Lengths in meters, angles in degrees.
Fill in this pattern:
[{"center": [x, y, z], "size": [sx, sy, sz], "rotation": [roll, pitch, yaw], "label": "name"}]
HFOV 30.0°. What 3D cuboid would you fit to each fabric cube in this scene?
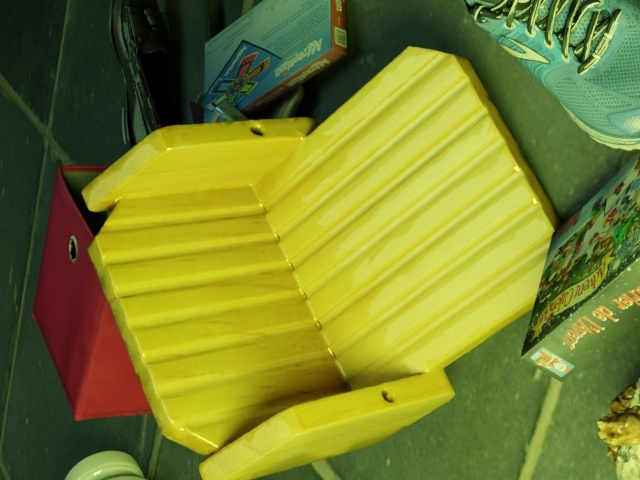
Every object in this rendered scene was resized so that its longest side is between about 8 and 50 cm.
[{"center": [-0.238, 0.067, 1.675], "size": [0.254, 0.259, 0.258], "rotation": [53, 134, 46], "label": "fabric cube"}]

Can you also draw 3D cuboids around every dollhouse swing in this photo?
[{"center": [0.000, 0.000, 1.164], "size": [0.305, 0.315, 0.347], "rotation": [-47, 61, 44], "label": "dollhouse swing"}]

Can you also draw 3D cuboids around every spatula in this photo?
[{"center": [-0.166, -0.256, 1.778], "size": [0.030, 0.084, 0.296], "rotation": [-1, 80, 18], "label": "spatula"}]

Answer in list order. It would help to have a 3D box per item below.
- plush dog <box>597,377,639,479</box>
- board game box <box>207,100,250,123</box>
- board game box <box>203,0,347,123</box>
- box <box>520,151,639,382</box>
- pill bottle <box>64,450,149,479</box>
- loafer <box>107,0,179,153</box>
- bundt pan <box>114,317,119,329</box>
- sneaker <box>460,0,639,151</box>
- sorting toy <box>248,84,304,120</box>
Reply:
[{"center": [0.288, 0.169, 0.872], "size": [0.225, 0.210, 0.262], "rotation": [89, 160, -48], "label": "plush dog"}, {"center": [-0.095, -0.096, 1.578], "size": [0.154, 0.026, 0.103], "rotation": [42, 130, 8], "label": "board game box"}, {"center": [-0.065, -0.250, 1.559], "size": [0.281, 0.027, 0.145], "rotation": [-25, 57, 47], "label": "board game box"}, {"center": [0.257, -0.006, 0.962], "size": [0.233, 0.044, 0.159], "rotation": [-51, 10, 46], "label": "box"}, {"center": [-0.302, 0.468, 1.863], "size": [0.278, 0.162, 0.162], "rotation": [53, 132, 46], "label": "pill bottle"}, {"center": [-0.268, -0.277, 1.920], "size": [0.095, 0.109, 0.302], "rotation": [-3, 92, 40], "label": "loafer"}, {"center": [-0.075, 0.043, 1.417], "size": [0.331, 0.124, 0.331], "rotation": [-4, 76, 19], "label": "bundt pan"}, {"center": [0.197, -0.191, 1.031], "size": [0.130, 0.147, 0.330], "rotation": [-58, 41, 16], "label": "sneaker"}, {"center": [-0.082, -0.186, 1.646], "size": [0.193, 0.038, 0.208], "rotation": [-62, 35, 37], "label": "sorting toy"}]
